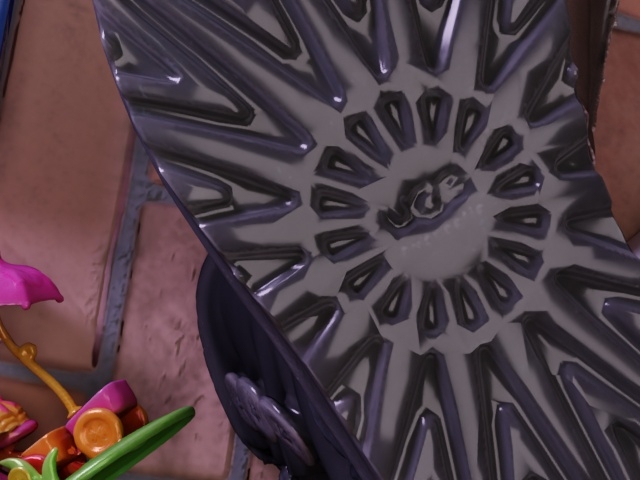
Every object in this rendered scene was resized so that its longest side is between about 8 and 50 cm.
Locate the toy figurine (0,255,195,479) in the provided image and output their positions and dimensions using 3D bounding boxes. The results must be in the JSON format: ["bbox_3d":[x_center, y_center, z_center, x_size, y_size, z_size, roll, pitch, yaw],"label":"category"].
[{"bbox_3d":[-0.190,0.090,0.689,0.173,0.130,0.159,-37,82,7],"label":"toy figurine"}]

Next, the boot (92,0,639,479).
[{"bbox_3d":[0.000,0.002,0.569,0.146,0.445,0.367,-22,90,-8],"label":"boot"}]

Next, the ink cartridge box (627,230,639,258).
[{"bbox_3d":[0.326,0.006,0.792,0.283,0.207,0.117,-38,95,-17],"label":"ink cartridge box"}]

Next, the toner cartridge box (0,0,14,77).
[{"bbox_3d":[-0.355,-0.175,0.663,0.348,0.075,0.165,10,81,-16],"label":"toner cartridge box"}]

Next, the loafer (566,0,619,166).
[{"bbox_3d":[0.146,-0.092,0.774,0.134,0.130,0.366,20,82,-31],"label":"loafer"}]
